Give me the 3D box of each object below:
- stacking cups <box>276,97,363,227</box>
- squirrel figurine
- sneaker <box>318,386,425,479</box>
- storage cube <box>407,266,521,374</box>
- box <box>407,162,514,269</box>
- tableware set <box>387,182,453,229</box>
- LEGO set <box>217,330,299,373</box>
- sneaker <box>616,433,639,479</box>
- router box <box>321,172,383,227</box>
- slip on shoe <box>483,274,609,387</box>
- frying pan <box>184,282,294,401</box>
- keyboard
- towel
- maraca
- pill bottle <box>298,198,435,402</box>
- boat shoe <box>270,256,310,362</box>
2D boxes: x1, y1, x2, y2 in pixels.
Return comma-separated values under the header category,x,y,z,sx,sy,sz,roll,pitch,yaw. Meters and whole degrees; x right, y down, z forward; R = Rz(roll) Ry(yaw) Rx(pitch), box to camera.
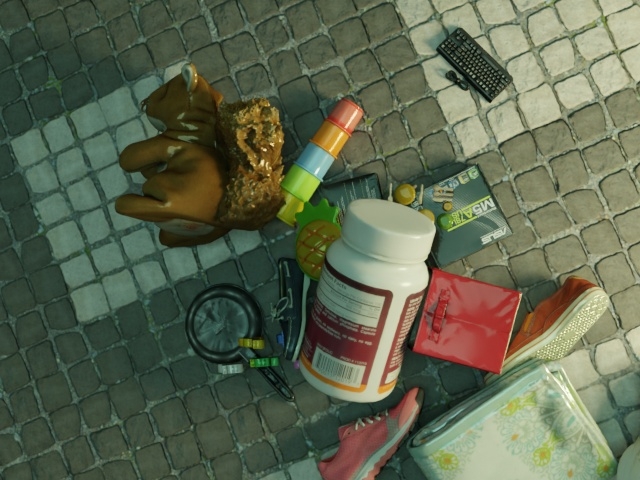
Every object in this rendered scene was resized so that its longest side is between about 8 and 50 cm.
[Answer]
category,x,y,z,sx,sy,sz,roll,pitch,yaw
stacking cups,-0.008,-0.181,1.954,0.096,0.096,0.316,37,92,8
squirrel figurine,-0.248,-0.206,1.911,0.397,0.281,0.370,-4,71,20
sneaker,0.111,0.440,1.899,0.136,0.116,0.313,38,93,9
storage cube,0.305,0.169,1.838,0.193,0.215,0.183,15,89,2
box,0.315,-0.054,1.925,0.191,0.045,0.184,-26,81,7
tableware set,0.224,-0.075,1.910,0.154,0.024,0.103,4,91,9
LEGO set,-0.121,0.253,1.919,0.227,0.093,0.086,-4,88,-8
sneaker,0.741,0.409,1.773,0.114,0.152,0.305,29,78,-25
router box,0.087,-0.056,1.957,0.133,0.046,0.178,-13,86,9
slip on shoe,0.486,0.209,1.868,0.331,0.123,0.101,-48,44,11
frying pan,-0.208,0.258,1.989,0.197,0.053,0.326,-22,81,7
keyboard,0.346,-0.396,1.947,0.108,0.023,0.180,-44,82,4
towel,0.421,0.464,1.823,0.375,0.090,0.320,-33,101,6
maraca,0.000,0.000,1.902,0.127,0.099,0.185,-8,87,16
pill bottle,0.100,0.124,1.798,0.224,0.224,0.392,18,112,9
boat shoe,-0.072,0.151,1.903,0.079,0.095,0.254,11,62,-12
